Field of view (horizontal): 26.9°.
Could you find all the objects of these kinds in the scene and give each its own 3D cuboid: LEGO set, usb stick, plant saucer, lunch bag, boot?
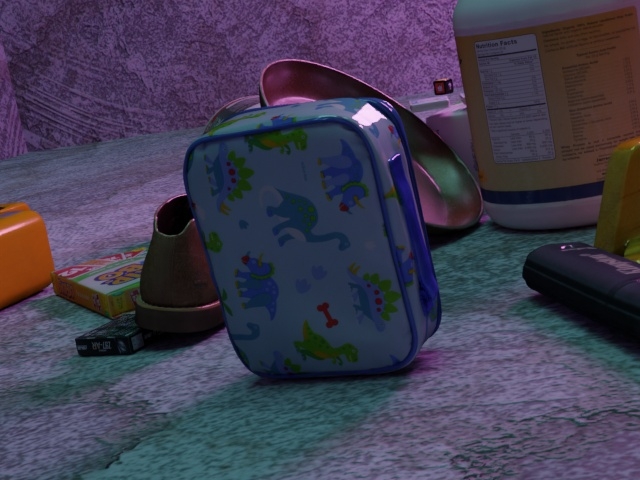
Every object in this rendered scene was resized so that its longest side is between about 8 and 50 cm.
[{"bbox_3d":[0.206,-0.213,1.779,0.183,0.060,0.244,-8,9,5],"label":"LEGO set"},{"bbox_3d":[0.239,0.040,1.078,0.077,0.045,0.278,-13,10,-9],"label":"usb stick"},{"bbox_3d":[0.053,-0.102,1.587,0.050,0.311,0.310,-55,-10,25],"label":"plant saucer"},{"bbox_3d":[0.000,0.000,1.063,0.176,0.219,0.090,-8,17,25],"label":"lunch bag"},{"bbox_3d":[-0.099,0.003,1.386,0.112,0.115,0.305,5,12,15],"label":"boot"}]

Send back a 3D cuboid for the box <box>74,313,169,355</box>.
[{"bbox_3d":[-0.189,0.091,1.319,0.067,0.018,0.083,-5,12,29],"label":"box"}]

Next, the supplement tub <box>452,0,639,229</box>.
[{"bbox_3d":[0.274,-0.187,1.514,0.228,0.316,0.228,-10,10,2],"label":"supplement tub"}]

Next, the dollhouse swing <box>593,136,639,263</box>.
[{"bbox_3d":[0.422,-0.135,1.122,0.315,0.304,0.347,-15,12,-25],"label":"dollhouse swing"}]

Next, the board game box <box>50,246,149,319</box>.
[{"bbox_3d":[-0.219,0.048,1.553,0.124,0.039,0.259,-16,14,-24],"label":"board game box"}]

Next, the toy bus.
[{"bbox_3d":[-0.435,0.035,1.623,0.130,0.108,0.333,-5,12,26],"label":"toy bus"}]

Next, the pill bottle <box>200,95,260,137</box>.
[{"bbox_3d":[-0.063,-0.101,1.789,0.176,0.176,0.318,-13,10,-9],"label":"pill bottle"}]

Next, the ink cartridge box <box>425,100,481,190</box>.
[{"bbox_3d":[0.313,-0.141,1.763,0.289,0.121,0.211,-7,11,24],"label":"ink cartridge box"}]
